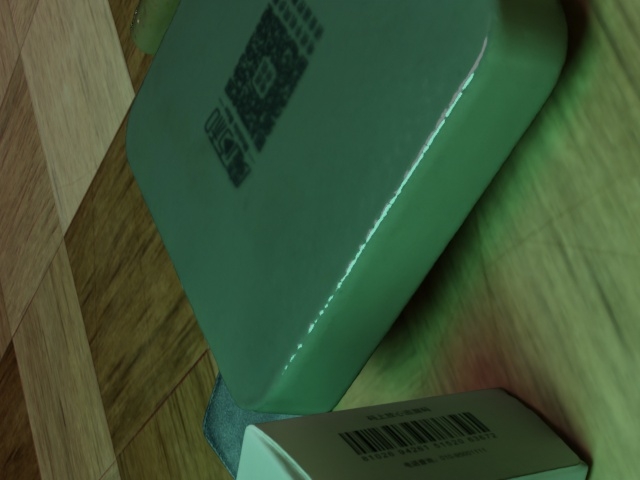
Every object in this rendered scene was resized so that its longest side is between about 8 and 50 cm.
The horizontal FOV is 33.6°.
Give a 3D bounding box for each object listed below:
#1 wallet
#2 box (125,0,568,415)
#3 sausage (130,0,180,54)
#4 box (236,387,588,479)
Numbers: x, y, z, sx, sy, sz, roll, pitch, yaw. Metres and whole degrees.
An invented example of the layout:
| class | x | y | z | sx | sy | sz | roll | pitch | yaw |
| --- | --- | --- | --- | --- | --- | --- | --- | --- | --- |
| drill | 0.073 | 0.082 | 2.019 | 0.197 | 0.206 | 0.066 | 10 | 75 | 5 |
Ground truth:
| class | x | y | z | sx | sy | sz | roll | pitch | yaw |
| --- | --- | --- | --- | --- | --- | --- | --- | --- | --- |
| wallet | -0.046 | 0.142 | 0.981 | 0.167 | 0.036 | 0.222 | 43 | 126 | 49 |
| box | -0.013 | -0.106 | 0.809 | 0.373 | 0.090 | 0.367 | -59 | 41 | 30 |
| sausage | -0.122 | -0.311 | 1.036 | 0.066 | 0.066 | 0.301 | 64 | 144 | 32 |
| box | 0.037 | 0.257 | 0.699 | 0.106 | 0.200 | 0.299 | 41 | 126 | 50 |
